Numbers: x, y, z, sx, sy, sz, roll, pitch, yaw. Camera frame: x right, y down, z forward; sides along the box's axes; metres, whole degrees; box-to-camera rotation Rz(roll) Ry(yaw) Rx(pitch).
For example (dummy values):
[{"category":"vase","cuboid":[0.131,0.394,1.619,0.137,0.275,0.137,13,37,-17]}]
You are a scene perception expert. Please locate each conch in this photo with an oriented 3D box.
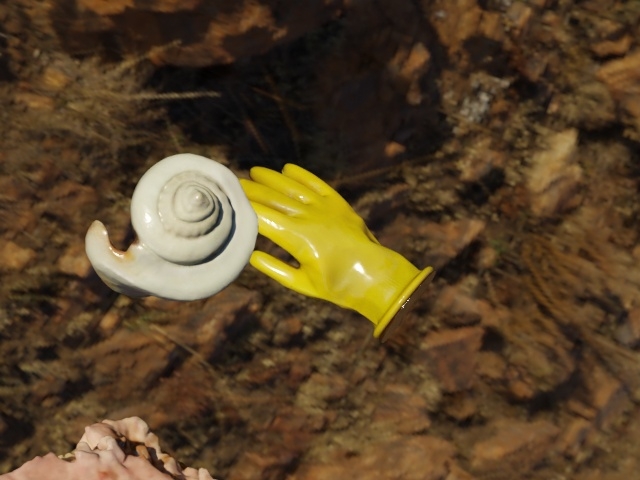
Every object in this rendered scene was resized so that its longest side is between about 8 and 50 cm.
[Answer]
[{"category":"conch","cuboid":[-0.108,-0.002,0.779,0.094,0.176,0.104,45,68,-16]}]

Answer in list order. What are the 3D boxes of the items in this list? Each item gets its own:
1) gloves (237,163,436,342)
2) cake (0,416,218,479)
[{"category":"gloves","cuboid":[0.001,-0.001,1.480,0.133,0.294,0.116,-41,164,-50]},{"category":"cake","cuboid":[-0.225,0.384,1.206,0.306,0.314,0.293,-12,134,-53]}]
